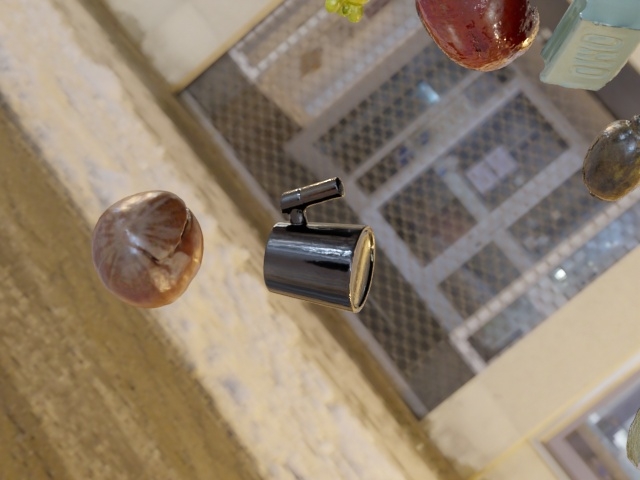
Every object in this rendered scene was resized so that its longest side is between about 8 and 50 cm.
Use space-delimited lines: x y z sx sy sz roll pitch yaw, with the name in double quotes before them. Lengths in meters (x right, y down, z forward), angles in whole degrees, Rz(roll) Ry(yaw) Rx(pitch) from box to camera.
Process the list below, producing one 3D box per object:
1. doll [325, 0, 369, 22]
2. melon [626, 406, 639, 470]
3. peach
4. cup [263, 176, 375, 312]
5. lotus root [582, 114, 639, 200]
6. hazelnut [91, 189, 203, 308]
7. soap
"doll" 0.064 -0.426 1.581 0.099 0.241 0.135 17 1 18
"melon" 0.504 0.282 1.598 0.093 0.202 0.139 12 38 -4
"peach" 0.258 -0.352 1.837 0.159 0.154 0.267 46 -3 36
"cup" 0.004 0.006 2.160 0.177 0.239 0.166 8 -8 18
"lotus root" 0.539 -0.150 2.045 0.120 0.120 0.209 53 -36 25
"hazelnut" -0.268 0.007 1.706 0.182 0.182 0.182 49 7 -9
"soap" 0.417 -0.304 1.736 0.198 0.114 0.063 108 -11 -69
